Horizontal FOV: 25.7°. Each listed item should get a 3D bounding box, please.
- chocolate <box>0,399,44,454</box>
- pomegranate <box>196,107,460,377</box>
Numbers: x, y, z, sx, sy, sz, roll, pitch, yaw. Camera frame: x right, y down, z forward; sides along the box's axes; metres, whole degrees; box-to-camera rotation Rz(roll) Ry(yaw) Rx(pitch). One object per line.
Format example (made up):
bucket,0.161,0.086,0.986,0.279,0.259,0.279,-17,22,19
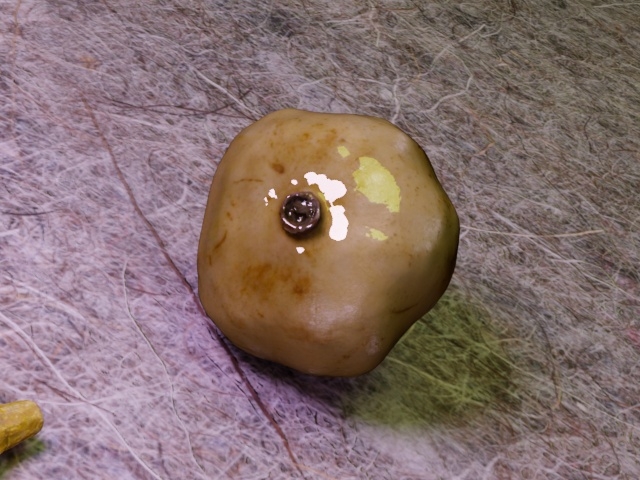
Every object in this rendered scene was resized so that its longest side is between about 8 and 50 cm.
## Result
chocolate,-0.357,0.203,1.357,0.085,0.085,0.219,43,31,22
pomegranate,0.000,0.000,1.679,0.333,0.332,0.332,20,32,-14
